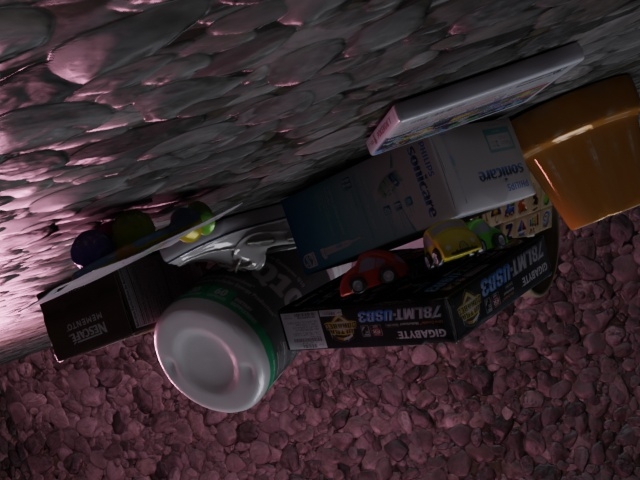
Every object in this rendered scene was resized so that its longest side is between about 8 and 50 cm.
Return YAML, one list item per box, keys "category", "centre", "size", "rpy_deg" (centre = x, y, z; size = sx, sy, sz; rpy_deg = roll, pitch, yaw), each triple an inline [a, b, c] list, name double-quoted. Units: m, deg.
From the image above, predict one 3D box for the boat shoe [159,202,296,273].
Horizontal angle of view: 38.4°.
- category: "boat shoe"
  centre: [-0.117, 0.007, 1.406]
  size: [0.268, 0.088, 0.096]
  rpy_deg: [-17, 177, -42]

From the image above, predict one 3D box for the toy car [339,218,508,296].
- category: "toy car"
  centre: [0.162, 0.008, 1.221]
  size: [0.225, 0.053, 0.239]
  rpy_deg: [-14, 174, -42]

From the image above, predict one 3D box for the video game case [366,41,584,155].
- category: "video game case"
  centre: [0.157, -0.148, 0.985]
  size: [0.201, 0.023, 0.183]
  rpy_deg: [-20, 177, -7]

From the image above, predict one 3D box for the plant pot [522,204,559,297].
- category: "plant pot"
  centre: [0.338, -0.037, 1.992]
  size: [0.280, 0.323, 0.323]
  rpy_deg: [-2, -173, 31]

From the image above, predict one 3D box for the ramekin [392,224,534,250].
- category: "ramekin"
  centre: [0.252, -0.021, 1.660]
  size: [0.135, 0.277, 0.277]
  rpy_deg: [-27, -178, -35]

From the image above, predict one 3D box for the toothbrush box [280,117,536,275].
- category: "toothbrush box"
  centre: [0.125, -0.063, 1.340]
  size: [0.296, 0.126, 0.216]
  rpy_deg: [-22, 175, 43]

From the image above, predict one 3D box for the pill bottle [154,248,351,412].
- category: "pill bottle"
  centre: [-0.097, 0.104, 1.530]
  size: [0.204, 0.204, 0.361]
  rpy_deg: [-22, -165, 35]

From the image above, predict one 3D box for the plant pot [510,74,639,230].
- category: "plant pot"
  centre: [0.407, -0.124, 1.398]
  size: [0.205, 0.187, 0.205]
  rpy_deg: [-21, 176, -2]

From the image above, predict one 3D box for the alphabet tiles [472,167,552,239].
- category: "alphabet tiles"
  centre: [0.321, -0.094, 1.518]
  size: [0.009, 0.198, 0.237]
  rpy_deg: [13, -159, 43]

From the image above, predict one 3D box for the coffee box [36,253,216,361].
- category: "coffee box"
  centre: [-0.306, 0.098, 1.556]
  size: [0.168, 0.118, 0.297]
  rpy_deg: [-20, 177, 27]

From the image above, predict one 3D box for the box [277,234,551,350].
- category: "box"
  centre: [0.139, 0.074, 1.334]
  size: [0.293, 0.073, 0.295]
  rpy_deg: [-6, -167, 39]

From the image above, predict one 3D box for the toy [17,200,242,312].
- category: "toy"
  centre: [-0.206, -0.001, 0.985]
  size: [0.137, 0.056, 0.237]
  rpy_deg: [-26, 179, 37]
